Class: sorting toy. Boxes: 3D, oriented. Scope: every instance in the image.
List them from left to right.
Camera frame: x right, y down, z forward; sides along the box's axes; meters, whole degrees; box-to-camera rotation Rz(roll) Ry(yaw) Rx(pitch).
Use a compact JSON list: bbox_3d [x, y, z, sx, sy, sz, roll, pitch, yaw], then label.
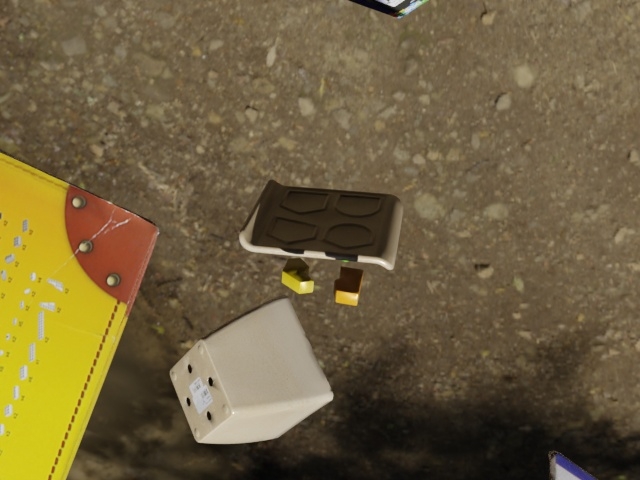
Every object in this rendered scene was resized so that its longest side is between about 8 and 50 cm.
[{"bbox_3d":[0.000,0.000,1.072,0.228,0.307,0.041,9,121,6],"label":"sorting toy"}]

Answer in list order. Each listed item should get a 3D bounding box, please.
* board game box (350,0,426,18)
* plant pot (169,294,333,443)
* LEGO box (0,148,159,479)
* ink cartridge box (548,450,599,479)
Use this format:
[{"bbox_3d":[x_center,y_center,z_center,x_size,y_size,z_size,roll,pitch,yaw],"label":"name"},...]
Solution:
[{"bbox_3d":[0.116,-0.360,0.922,0.141,0.048,0.170,3,162,-46],"label":"board game box"},{"bbox_3d":[-0.073,0.128,0.664,0.096,0.109,0.109,-7,153,-43],"label":"plant pot"},{"bbox_3d":[-0.339,0.192,0.478,0.193,0.501,0.372,27,160,-29],"label":"LEGO box"},{"bbox_3d":[0.118,0.249,0.231,0.165,0.333,0.065,35,127,-8],"label":"ink cartridge box"}]
